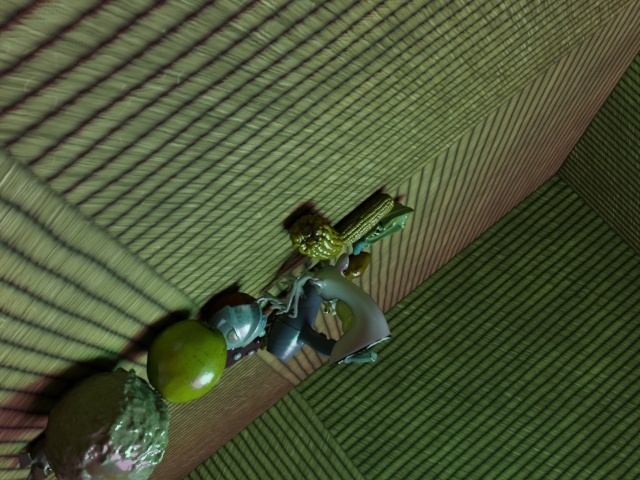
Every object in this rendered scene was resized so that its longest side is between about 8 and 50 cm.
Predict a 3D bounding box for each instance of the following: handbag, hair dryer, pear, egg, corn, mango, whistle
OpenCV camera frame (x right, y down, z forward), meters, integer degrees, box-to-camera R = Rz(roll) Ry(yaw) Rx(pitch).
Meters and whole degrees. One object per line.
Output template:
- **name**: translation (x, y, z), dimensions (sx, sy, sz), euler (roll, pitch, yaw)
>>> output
- **handbag**: translation (-0.254, 0.311, 2.019), dimensions (0.216, 0.074, 0.203), euler (-29, 159, -39)
- **hair dryer**: translation (0.030, 0.257, 1.980), dimensions (0.301, 0.361, 0.121), euler (-59, 142, -8)
- **pear**: translation (-0.314, 0.279, 1.595), dimensions (0.198, 0.198, 0.198), euler (-37, 164, -12)
- **egg**: translation (-0.462, 0.412, 1.482), dimensions (0.279, 0.279, 0.310), euler (-36, -171, -16)
- **corn**: translation (0.119, -0.057, 1.890), dimensions (0.207, 0.068, 0.068), euler (-38, 165, -2)
- **corn**: translation (-0.005, 0.001, 1.704), dimensions (0.102, 0.102, 0.313), euler (-41, 166, 2)
- **mango**: translation (0.121, 0.082, 2.263), dimensions (0.127, 0.077, 0.063), euler (-46, 146, -35)
- **whistle**: translation (-0.262, 0.236, 1.735), dimensions (0.346, 0.133, 0.142), euler (-36, 170, 23)

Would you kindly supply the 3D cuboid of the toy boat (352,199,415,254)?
- **toy boat**: translation (0.172, -0.047, 2.026), dimensions (0.276, 0.084, 0.111), euler (-28, 158, -46)

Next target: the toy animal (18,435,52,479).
- **toy animal**: translation (-0.652, 0.517, 1.656), dimensions (0.188, 0.089, 0.179), euler (-53, 176, 23)

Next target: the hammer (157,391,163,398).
- **hammer**: translation (-0.421, 0.385, 1.923), dimensions (0.297, 0.027, 0.125), euler (-49, 167, 30)

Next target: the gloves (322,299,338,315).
- **gloves**: translation (0.069, 0.207, 2.455), dimensions (0.144, 0.094, 0.110), euler (-7, 140, -29)

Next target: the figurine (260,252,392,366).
- **figurine**: translation (0.010, 0.179, 1.847), dimensions (0.206, 0.315, 0.284), euler (-15, 164, -35)

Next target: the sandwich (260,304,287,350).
- **sandwich**: translation (-0.108, 0.266, 2.254), dimensions (0.186, 0.065, 0.215), euler (-46, 164, 20)
